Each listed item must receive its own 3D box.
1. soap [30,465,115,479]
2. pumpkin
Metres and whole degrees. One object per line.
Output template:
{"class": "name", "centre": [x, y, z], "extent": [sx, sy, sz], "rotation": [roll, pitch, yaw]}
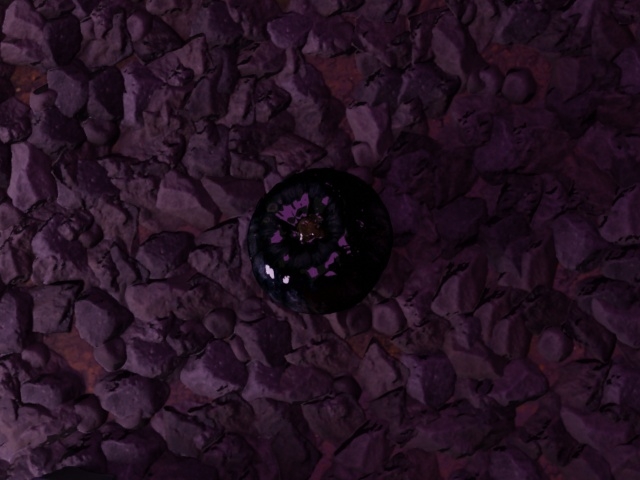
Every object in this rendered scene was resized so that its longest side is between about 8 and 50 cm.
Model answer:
{"class": "soap", "centre": [-0.404, 0.498, 1.365], "extent": [0.095, 0.173, 0.289], "rotation": [12, 84, 5]}
{"class": "pumpkin", "centre": [0.000, 0.000, 1.405], "extent": [0.233, 0.163, 0.233], "rotation": [-3, 75, 12]}
